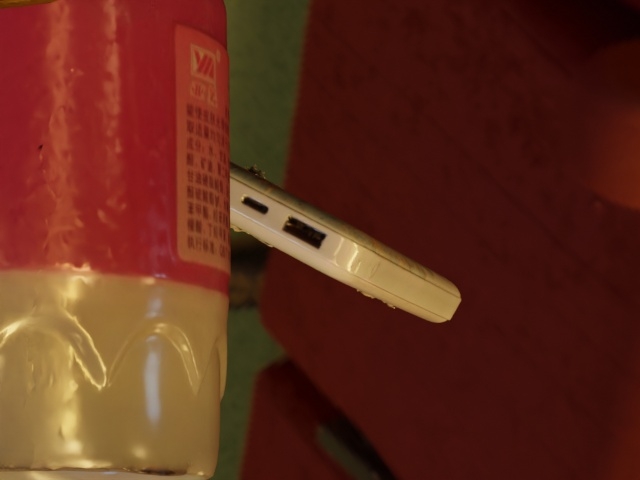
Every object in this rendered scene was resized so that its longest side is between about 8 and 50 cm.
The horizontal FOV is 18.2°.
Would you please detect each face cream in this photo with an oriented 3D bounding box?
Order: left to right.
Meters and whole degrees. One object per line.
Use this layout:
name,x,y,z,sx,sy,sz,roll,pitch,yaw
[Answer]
face cream,-0.121,-0.003,0.776,0.175,0.175,0.195,4,80,-32

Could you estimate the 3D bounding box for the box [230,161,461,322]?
box,0.000,0.000,1.272,0.044,0.142,0.285,-61,163,0

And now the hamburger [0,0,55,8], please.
hamburger,-0.168,-0.157,0.539,0.283,0.259,0.144,26,88,-25
